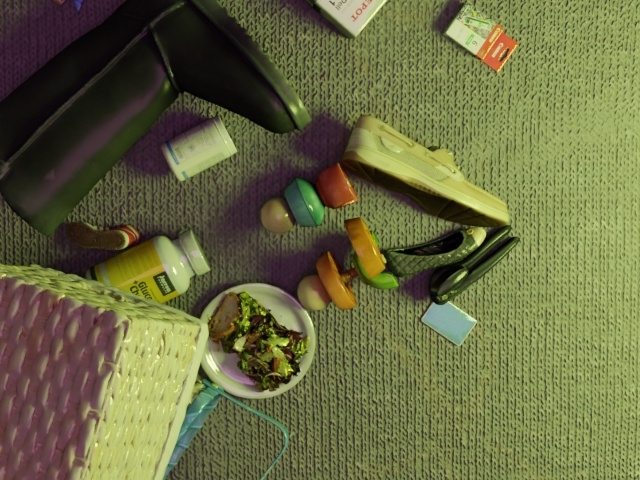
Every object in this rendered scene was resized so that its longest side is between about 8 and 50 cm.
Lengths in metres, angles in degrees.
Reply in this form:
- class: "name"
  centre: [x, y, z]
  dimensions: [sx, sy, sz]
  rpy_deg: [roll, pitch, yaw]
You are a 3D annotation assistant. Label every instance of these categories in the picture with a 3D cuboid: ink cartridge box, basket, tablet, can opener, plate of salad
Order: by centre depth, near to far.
- class: "basket"
  centre: [-0.390, 0.220, 1.716]
  dimensions: [0.328, 0.266, 0.331]
  rpy_deg: [17, 89, 18]
- class: "ink cartridge box"
  centre: [0.022, -0.447, 1.881]
  dimensions: [0.219, 0.092, 0.160]
  rpy_deg: [40, 93, -8]
- class: "basket"
  centre: [-0.228, 0.339, 1.903]
  dimensions: [0.289, 0.201, 0.255]
  rpy_deg: [31, 92, 1]
- class: "ink cartridge box"
  centre: [0.266, -0.332, 1.952]
  dimensions: [0.115, 0.029, 0.063]
  rpy_deg: [34, 93, -8]
- class: "plate of salad"
  centre: [-0.108, 0.169, 1.963]
  dimensions: [0.200, 0.048, 0.200]
  rpy_deg: [0, 101, -1]
- class: "can opener"
  centre: [0.257, 0.044, 1.988]
  dimensions: [0.186, 0.073, 0.059]
  rpy_deg: [-35, 113, -13]
- class: "tablet"
  centre: [0.218, 0.136, 2.020]
  dimensions: [0.083, 0.006, 0.054]
  rpy_deg: [34, 93, -8]

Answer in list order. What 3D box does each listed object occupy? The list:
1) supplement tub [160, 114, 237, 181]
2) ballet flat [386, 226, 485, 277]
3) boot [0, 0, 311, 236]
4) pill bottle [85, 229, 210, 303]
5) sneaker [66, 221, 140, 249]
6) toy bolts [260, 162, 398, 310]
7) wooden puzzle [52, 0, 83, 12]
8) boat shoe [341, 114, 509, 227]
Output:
- class: "supplement tub"
  centre: [-0.196, -0.147, 1.910]
  dimensions: [0.107, 0.071, 0.071]
  rpy_deg: [-27, 99, -2]
- class: "ballet flat"
  centre: [0.192, 0.014, 1.973]
  dimensions: [0.173, 0.057, 0.049]
  rpy_deg: [-21, 119, -1]
- class: "boot"
  centre: [-0.285, -0.171, 1.819]
  dimensions: [0.445, 0.146, 0.367]
  rpy_deg: [-41, 68, -3]
- class: "pill bottle"
  centre: [-0.275, 0.055, 1.912]
  dimensions: [0.184, 0.103, 0.103]
  rpy_deg: [-26, 99, -1]
- class: "sneaker"
  centre: [-0.349, -0.008, 1.933]
  dimensions: [0.118, 0.067, 0.042]
  rpy_deg: [11, 100, 23]
- class: "toy bolts"
  centre: [0.000, 0.000, 1.896]
  dimensions: [0.158, 0.218, 0.228]
  rpy_deg: [-26, 81, 6]
- class: "wooden puzzle"
  centre: [-0.417, -0.419, 1.882]
  dimensions: [0.116, 0.014, 0.078]
  rpy_deg: [32, 93, -9]
- class: "boat shoe"
  centre: [0.182, -0.110, 1.936]
  dimensions: [0.302, 0.109, 0.098]
  rpy_deg: [23, 74, -14]
